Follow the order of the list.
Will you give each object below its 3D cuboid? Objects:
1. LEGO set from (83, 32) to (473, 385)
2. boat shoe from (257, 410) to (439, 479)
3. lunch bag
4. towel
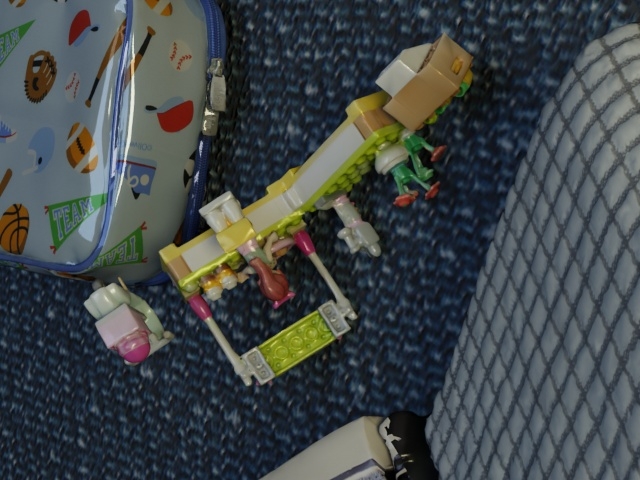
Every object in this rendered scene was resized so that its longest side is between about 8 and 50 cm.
[{"bbox_3d":[0.000,0.000,0.874,0.287,0.132,0.107,-35,80,12],"label":"LEGO set"},{"bbox_3d":[-0.026,0.245,0.860,0.340,0.127,0.158,-40,54,34],"label":"boat shoe"},{"bbox_3d":[-0.193,-0.096,1.058,0.303,0.115,0.243,8,91,45],"label":"lunch bag"},{"bbox_3d":[0.154,0.079,0.612,0.235,0.121,0.283,-103,22,-52],"label":"towel"}]
